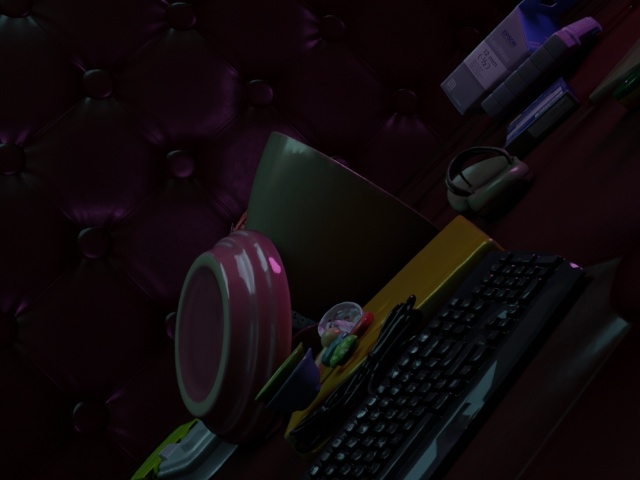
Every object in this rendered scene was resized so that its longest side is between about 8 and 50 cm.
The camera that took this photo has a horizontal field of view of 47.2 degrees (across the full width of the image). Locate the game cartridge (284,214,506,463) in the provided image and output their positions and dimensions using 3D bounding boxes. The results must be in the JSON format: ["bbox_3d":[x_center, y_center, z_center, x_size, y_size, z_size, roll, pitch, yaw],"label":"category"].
[{"bbox_3d":[0.091,0.094,0.853,0.285,0.053,0.324,-45,-1,9],"label":"game cartridge"}]

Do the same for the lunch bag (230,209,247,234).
[{"bbox_3d":[-0.047,0.029,1.566,0.258,0.293,0.120,-50,2,-18],"label":"lunch bag"}]

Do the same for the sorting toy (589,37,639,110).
[{"bbox_3d":[0.395,-0.217,0.825,0.274,0.046,0.132,-46,2,-19],"label":"sorting toy"}]

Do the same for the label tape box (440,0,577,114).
[{"bbox_3d":[0.512,-0.475,1.877,0.249,0.115,0.348,-13,-23,-49],"label":"label tape box"}]

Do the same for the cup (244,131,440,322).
[{"bbox_3d":[0.000,0.000,1.245,0.236,0.331,0.331,-59,1,1],"label":"cup"}]

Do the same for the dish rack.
[{"bbox_3d":[-0.186,0.337,1.355,0.285,0.072,0.333,-46,2,-31],"label":"dish rack"}]

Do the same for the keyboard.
[{"bbox_3d":[0.055,0.121,0.571,0.317,0.033,0.201,-45,14,-21],"label":"keyboard"}]

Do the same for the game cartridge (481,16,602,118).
[{"bbox_3d":[0.514,-0.399,1.664,0.230,0.068,0.355,-40,-3,37],"label":"game cartridge"}]

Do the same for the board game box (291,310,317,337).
[{"bbox_3d":[-0.049,0.129,1.430,0.211,0.160,0.039,-46,2,10],"label":"board game box"}]

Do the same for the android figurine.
[{"bbox_3d":[-0.339,0.489,1.646,0.248,0.056,0.273,-47,2,-32],"label":"android figurine"}]

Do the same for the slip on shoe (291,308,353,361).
[{"bbox_3d":[0.005,0.145,1.062,0.135,0.051,0.041,-31,20,6],"label":"slip on shoe"}]

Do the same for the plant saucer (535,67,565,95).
[{"bbox_3d":[0.516,-0.349,1.632,0.083,0.015,0.083,-45,2,2],"label":"plant saucer"}]

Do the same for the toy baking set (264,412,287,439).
[{"bbox_3d":[-0.006,0.189,1.120,0.256,0.030,0.197,-46,2,-8],"label":"toy baking set"}]

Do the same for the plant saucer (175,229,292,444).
[{"bbox_3d":[-0.150,0.146,1.134,0.332,0.084,0.331,-22,65,60],"label":"plant saucer"}]

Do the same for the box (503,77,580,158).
[{"bbox_3d":[0.385,-0.218,1.281,0.136,0.036,0.225,-44,3,24],"label":"box"}]

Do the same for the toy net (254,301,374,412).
[{"bbox_3d":[0.010,0.100,0.763,0.122,0.045,0.232,-53,-3,18],"label":"toy net"}]

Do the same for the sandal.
[{"bbox_3d":[0.242,-0.101,1.100,0.120,0.086,0.303,-45,2,4],"label":"sandal"}]
